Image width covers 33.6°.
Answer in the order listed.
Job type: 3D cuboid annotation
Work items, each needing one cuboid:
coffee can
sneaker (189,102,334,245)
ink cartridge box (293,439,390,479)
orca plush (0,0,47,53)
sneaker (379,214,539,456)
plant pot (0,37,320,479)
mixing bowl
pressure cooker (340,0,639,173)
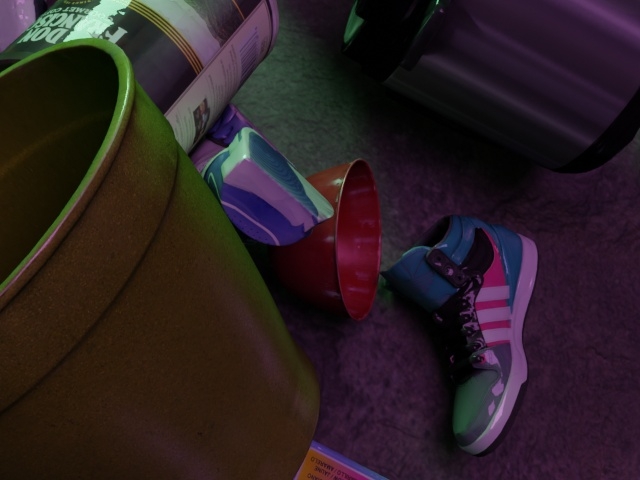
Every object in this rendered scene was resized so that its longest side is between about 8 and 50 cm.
[{"bbox_3d":[-0.191,-0.177,1.085,0.201,0.201,0.275,36,52,-6],"label":"coffee can"},{"bbox_3d":[-0.103,-0.024,1.091,0.127,0.315,0.182,42,94,-17],"label":"sneaker"},{"bbox_3d":[-0.051,0.400,0.996,0.270,0.151,0.395,29,62,-10],"label":"ink cartridge box"},{"bbox_3d":[-0.327,-0.285,1.190,0.287,0.151,0.102,58,23,-1],"label":"orca plush"},{"bbox_3d":[0.150,0.085,1.219,0.178,0.124,0.296,26,53,-17],"label":"sneaker"},{"bbox_3d":[-0.189,0.084,0.897,0.353,0.366,0.366,48,54,-34],"label":"plant pot"},{"bbox_3d":[0.000,0.000,1.187,0.098,0.181,0.181,0,63,18],"label":"mixing bowl"},{"bbox_3d":[0.213,-0.321,1.267,0.420,0.370,0.376,26,90,-8],"label":"pressure cooker"}]
